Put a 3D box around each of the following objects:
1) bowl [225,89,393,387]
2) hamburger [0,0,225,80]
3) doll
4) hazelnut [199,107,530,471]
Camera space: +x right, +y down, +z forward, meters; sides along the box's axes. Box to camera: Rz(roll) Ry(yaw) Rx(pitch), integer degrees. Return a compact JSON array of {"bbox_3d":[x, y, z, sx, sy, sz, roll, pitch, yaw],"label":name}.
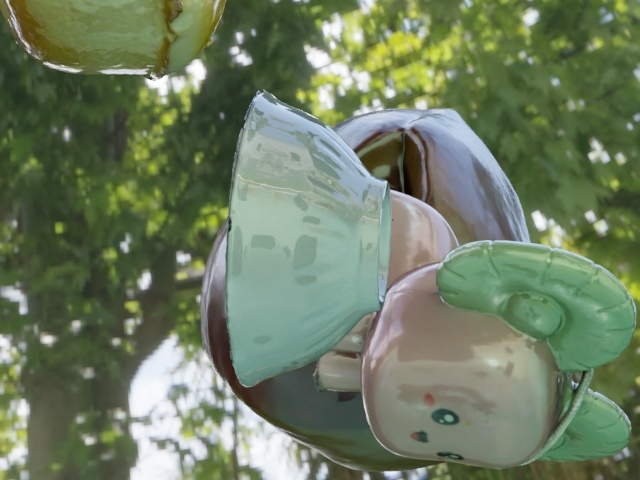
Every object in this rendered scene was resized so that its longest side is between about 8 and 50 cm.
[{"bbox_3d":[0.000,0.000,0.874,0.086,0.189,0.189,2,-45,7],"label":"bowl"},{"bbox_3d":[-0.121,-0.190,0.732,0.147,0.237,0.237,-21,-44,-9],"label":"hamburger"},{"bbox_3d":[0.131,0.078,1.154,0.268,0.216,0.284,10,-37,17],"label":"doll"},{"bbox_3d":[0.069,0.067,1.504,0.402,0.402,0.429,-19,-13,4],"label":"hazelnut"}]
